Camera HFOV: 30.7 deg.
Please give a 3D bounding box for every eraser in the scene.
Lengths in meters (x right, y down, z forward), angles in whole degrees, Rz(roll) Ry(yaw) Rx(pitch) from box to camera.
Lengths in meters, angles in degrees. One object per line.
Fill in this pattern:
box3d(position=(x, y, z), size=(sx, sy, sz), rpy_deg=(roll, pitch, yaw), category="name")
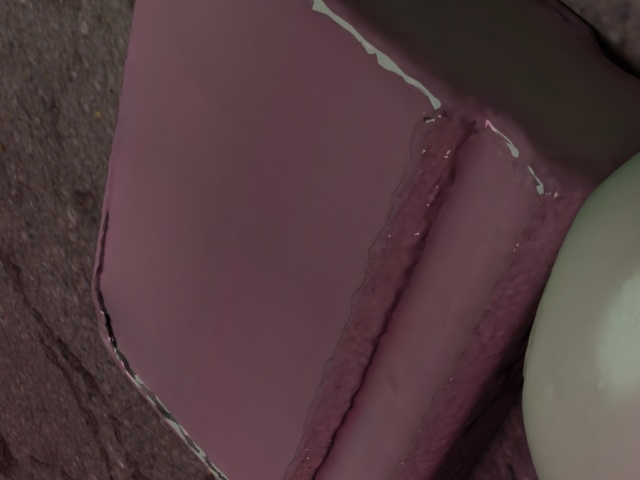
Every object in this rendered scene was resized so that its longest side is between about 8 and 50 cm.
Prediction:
box3d(position=(0.000, 0.000, 0.657), size=(0.272, 0.122, 0.359), rpy_deg=(42, 138, 20), category="eraser")

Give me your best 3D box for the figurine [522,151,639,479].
box3d(position=(0.252, 0.118, 0.396), size=(0.394, 0.226, 0.275), rpy_deg=(23, 94, 17), category="figurine")
